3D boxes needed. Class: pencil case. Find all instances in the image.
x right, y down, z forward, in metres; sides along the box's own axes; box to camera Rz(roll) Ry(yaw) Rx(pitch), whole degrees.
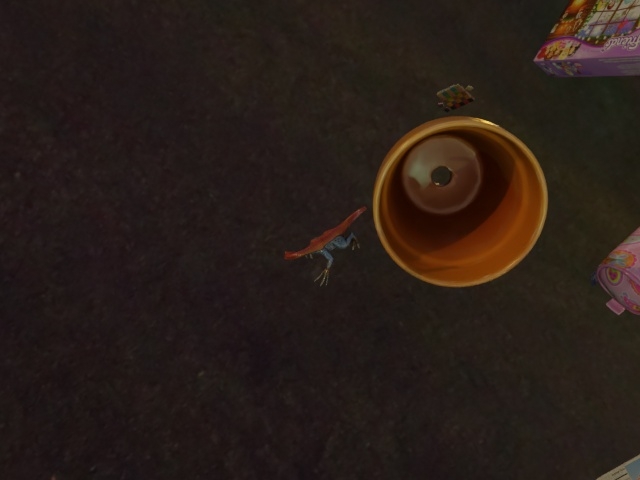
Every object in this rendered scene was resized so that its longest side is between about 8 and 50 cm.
[{"bbox_3d":[0.629,0.015,1.266,0.284,0.124,0.124,-39,89,-16],"label":"pencil case"}]

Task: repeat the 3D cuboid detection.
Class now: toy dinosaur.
[{"bbox_3d":[0.000,0.000,0.756,0.047,0.090,0.082,22,14,41],"label":"toy dinosaur"}]

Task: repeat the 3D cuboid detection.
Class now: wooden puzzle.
[{"bbox_3d":[0.247,-0.263,1.277,0.049,0.083,0.006,35,56,-31],"label":"wooden puzzle"}]

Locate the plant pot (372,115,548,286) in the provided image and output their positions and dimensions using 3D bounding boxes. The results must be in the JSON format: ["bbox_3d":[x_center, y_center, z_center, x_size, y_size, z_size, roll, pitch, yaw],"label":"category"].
[{"bbox_3d":[0.170,-0.067,0.913,0.205,0.205,0.188,44,15,-10],"label":"plant pot"}]

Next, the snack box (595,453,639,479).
[{"bbox_3d":[0.371,0.259,0.756,0.022,0.178,0.064,-11,59,-24],"label":"snack box"}]

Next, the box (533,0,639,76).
[{"bbox_3d":[0.509,-0.368,1.146,0.057,0.201,0.293,32,-2,-25],"label":"box"}]
